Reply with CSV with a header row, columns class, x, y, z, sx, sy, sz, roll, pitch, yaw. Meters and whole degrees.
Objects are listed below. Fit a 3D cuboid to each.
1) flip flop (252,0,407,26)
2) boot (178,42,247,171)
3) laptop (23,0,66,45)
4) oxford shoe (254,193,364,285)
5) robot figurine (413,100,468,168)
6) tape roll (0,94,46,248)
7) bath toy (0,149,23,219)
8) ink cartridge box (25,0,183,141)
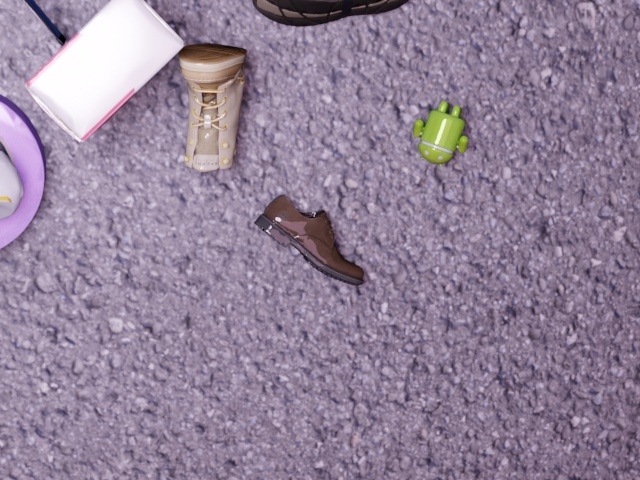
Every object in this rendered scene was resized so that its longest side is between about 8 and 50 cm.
class,x,y,z,sx,sy,sz,roll,pitch,yaw
flip flop,0.020,-0.422,1.613,0.277,0.112,0.080,-11,80,-8
boot,-0.176,-0.206,1.532,0.095,0.262,0.204,9,103,-1
laptop,-0.416,-0.438,1.427,0.136,0.234,0.264,12,100,-17
oxford shoe,0.000,0.000,1.715,0.227,0.083,0.096,37,88,-20
robot figurine,0.216,-0.189,1.727,0.101,0.067,0.115,22,99,10
tape roll,-0.581,-0.112,1.544,0.274,0.090,0.275,-3,104,-14
bath toy,-0.623,-0.090,1.431,0.348,0.151,0.129,-6,70,-12
ink cartridge box,-0.323,-0.267,1.467,0.207,0.283,0.117,-45,105,0
